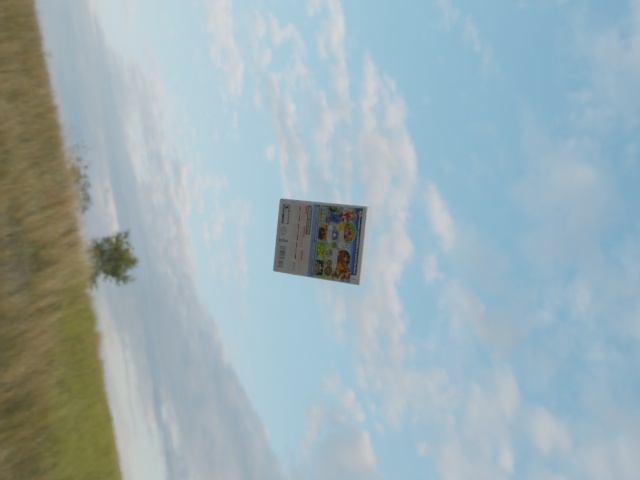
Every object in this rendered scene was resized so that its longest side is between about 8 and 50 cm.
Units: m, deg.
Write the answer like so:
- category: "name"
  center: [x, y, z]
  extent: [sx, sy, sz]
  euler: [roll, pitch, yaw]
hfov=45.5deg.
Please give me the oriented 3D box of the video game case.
- category: "video game case"
  center: [0.000, 0.000, 0.864]
  extent: [0.122, 0.011, 0.087]
  euler: [7, -87, 35]
